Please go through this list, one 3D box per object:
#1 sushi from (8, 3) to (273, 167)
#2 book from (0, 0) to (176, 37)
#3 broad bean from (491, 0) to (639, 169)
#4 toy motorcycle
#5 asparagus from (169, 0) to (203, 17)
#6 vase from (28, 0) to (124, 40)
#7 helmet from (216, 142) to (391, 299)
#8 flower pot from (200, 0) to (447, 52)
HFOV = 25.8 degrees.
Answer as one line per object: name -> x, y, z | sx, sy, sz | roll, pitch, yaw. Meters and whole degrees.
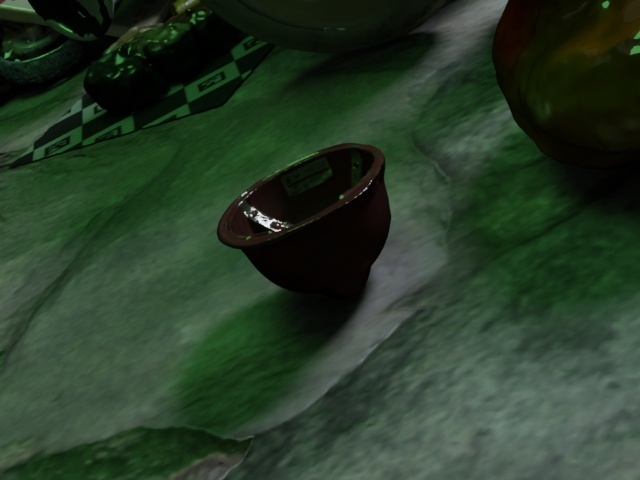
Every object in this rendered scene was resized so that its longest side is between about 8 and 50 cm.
sushi -> -0.137, -0.160, 1.177 | 0.231, 0.047, 0.219 | -12, 28, 33
book -> -0.255, -0.254, 1.401 | 0.232, 0.022, 0.162 | 10, 35, 10
broad bean -> 0.154, -0.116, 0.671 | 0.156, 0.122, 0.228 | -16, 22, 21
toy motorcycle -> -0.398, -0.182, 1.431 | 0.340, 0.108, 0.223 | -19, 35, 2
asparagus -> -0.051, -0.283, 1.369 | 0.248, 0.025, 0.024 | -39, -17, -24
vase -> -0.135, -0.326, 1.362 | 0.165, 0.165, 0.360 | -5, 30, 43
helmet -> 0.000, 0.000, 0.679 | 0.089, 0.057, 0.111 | -23, 18, 5
flower pot -> 0.017, -0.287, 1.001 | 0.307, 0.307, 0.244 | -15, 43, 28
